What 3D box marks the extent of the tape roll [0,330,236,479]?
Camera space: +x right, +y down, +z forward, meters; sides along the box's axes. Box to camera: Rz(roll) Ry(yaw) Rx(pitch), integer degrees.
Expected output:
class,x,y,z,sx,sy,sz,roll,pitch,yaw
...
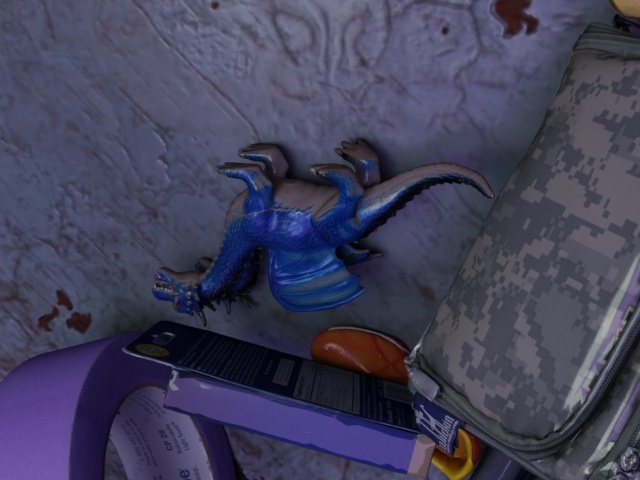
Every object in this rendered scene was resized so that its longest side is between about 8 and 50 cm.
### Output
class,x,y,z,sx,sy,sz,roll,pitch,yaw
tape roll,-0.161,0.217,0.766,0.090,0.275,0.275,-15,107,16

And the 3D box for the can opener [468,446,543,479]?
class,x,y,z,sx,sy,sz,roll,pitch,yaw
can opener,0.177,0.189,0.779,0.076,0.095,0.284,27,107,2

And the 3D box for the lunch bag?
class,x,y,z,sx,sy,sz,roll,pitch,yaw
lunch bag,0.221,0.033,0.606,0.256,0.212,0.305,29,98,28

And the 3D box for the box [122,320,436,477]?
class,x,y,z,sx,sy,sz,roll,pitch,yaw
box,-0.030,0.113,0.705,0.225,0.136,0.037,16,95,1

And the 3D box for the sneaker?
class,x,y,z,sx,sy,sz,roll,pitch,yaw
sneaker,0.066,0.134,0.799,0.175,0.067,0.064,34,115,0

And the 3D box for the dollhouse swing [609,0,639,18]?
class,x,y,z,sx,sy,sz,roll,pitch,yaw
dollhouse swing,0.352,-0.233,0.492,0.304,0.315,0.347,3,113,-11

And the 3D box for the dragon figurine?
class,x,y,z,sx,sy,sz,roll,pitch,yaw
dragon figurine,0.000,0.000,0.751,0.289,0.085,0.144,-1,112,17
